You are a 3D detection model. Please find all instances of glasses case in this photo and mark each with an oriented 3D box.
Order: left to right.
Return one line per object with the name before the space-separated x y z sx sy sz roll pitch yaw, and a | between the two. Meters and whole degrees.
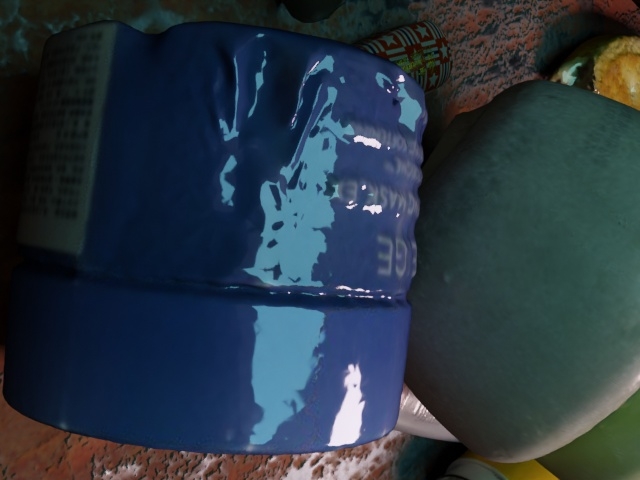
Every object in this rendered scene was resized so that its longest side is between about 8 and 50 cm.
glasses case | 0.059 -0.153 0.733 0.194 0.049 0.073 -34 118 -35

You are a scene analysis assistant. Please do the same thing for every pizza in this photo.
pizza | 0.419 -0.192 1.049 0.268 0.087 0.257 -50 122 -28

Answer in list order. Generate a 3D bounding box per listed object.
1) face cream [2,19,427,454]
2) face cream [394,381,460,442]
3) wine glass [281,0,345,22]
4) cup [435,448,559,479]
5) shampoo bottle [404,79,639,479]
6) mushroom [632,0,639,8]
face cream | -0.062 -0.006 0.500 0.249 0.249 0.225 4 91 -44
face cream | 0.101 0.159 0.812 0.198 0.057 0.084 28 74 -40
wine glass | -0.074 -0.235 0.563 0.222 0.103 0.103 10 88 -44
cup | 0.272 0.267 0.910 0.280 0.196 0.196 -23 111 -32
shampoo bottle | 0.203 0.033 0.690 0.317 0.322 0.322 42 62 0
mushroom | 0.516 -0.407 0.969 0.356 0.334 0.331 -54 129 -12
